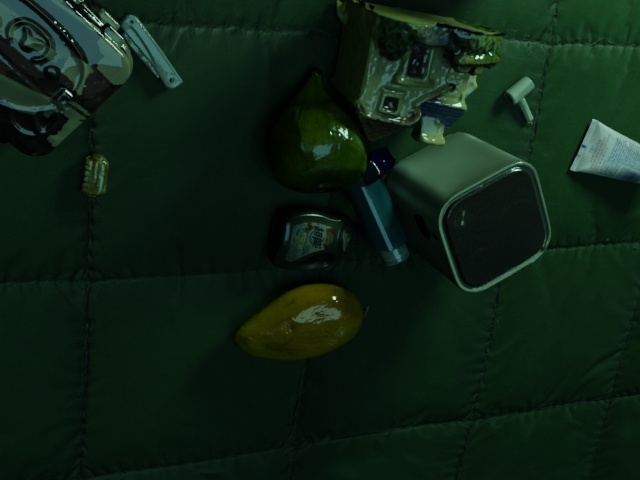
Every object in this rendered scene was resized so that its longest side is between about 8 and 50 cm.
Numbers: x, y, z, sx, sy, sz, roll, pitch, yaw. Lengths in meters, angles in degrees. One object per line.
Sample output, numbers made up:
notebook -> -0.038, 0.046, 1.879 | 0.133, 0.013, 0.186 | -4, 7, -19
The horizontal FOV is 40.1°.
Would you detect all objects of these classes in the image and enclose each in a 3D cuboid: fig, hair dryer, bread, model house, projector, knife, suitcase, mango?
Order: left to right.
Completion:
suitcase -> -0.532, -0.313, 1.455 | 0.339, 0.194, 0.351 | -43, 122, 6
bread -> -0.432, -0.124, 1.678 | 0.049, 0.033, 0.088 | 5, 107, -11
knife -> -0.318, -0.348, 1.633 | 0.044, 0.023, 0.162 | -39, 123, -6
mango -> -0.038, 0.184, 1.954 | 0.317, 0.119, 0.176 | -17, 126, -12
fig -> -0.015, -0.222, 1.769 | 0.203, 0.203, 0.235 | -4, 75, -23
model house -> 0.186, -0.320, 1.743 | 0.321, 0.261, 0.266 | 5, 113, -20
projector -> 0.322, -0.068, 1.925 | 0.248, 0.249, 0.248 | -29, 120, -10
hair dryer -> 0.470, -0.312, 2.010 | 0.063, 0.038, 0.124 | -40, 129, -4

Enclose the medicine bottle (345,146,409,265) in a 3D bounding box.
medicine bottle -> 0.129, -0.071, 1.887 | 0.079, 0.124, 0.258 | -41, 115, -44

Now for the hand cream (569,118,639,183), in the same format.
hand cream -> 0.741, -0.199, 2.169 | 0.248, 0.083, 0.133 | 17, 104, -19

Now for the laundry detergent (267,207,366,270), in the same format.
laundry detergent -> 0.000, 0.000, 1.912 | 0.222, 0.078, 0.144 | 3, 113, -28
